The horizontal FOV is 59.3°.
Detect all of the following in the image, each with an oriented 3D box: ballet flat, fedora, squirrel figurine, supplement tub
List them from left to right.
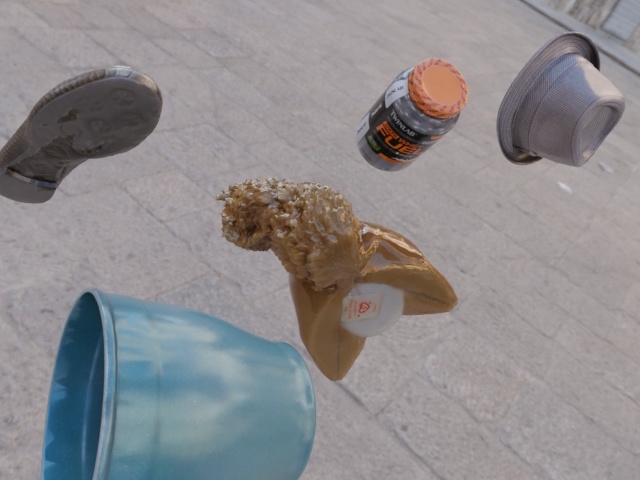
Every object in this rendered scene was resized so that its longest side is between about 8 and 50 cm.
[{"bbox_3d":[-0.226,-0.098,0.507,0.084,0.250,0.058,24,57,-40],"label":"ballet flat"},{"bbox_3d":[0.000,0.000,1.076,0.397,0.281,0.370,49,5,-35],"label":"squirrel figurine"},{"bbox_3d":[0.142,-0.195,0.889,0.117,0.190,0.116,6,71,-18],"label":"supplement tub"},{"bbox_3d":[0.444,-0.221,0.996,0.124,0.243,0.275,44,8,33],"label":"fedora"}]

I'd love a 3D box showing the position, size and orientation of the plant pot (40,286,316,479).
[{"bbox_3d":[-0.155,0.203,0.647,0.255,0.271,0.271,11,34,-33],"label":"plant pot"}]
